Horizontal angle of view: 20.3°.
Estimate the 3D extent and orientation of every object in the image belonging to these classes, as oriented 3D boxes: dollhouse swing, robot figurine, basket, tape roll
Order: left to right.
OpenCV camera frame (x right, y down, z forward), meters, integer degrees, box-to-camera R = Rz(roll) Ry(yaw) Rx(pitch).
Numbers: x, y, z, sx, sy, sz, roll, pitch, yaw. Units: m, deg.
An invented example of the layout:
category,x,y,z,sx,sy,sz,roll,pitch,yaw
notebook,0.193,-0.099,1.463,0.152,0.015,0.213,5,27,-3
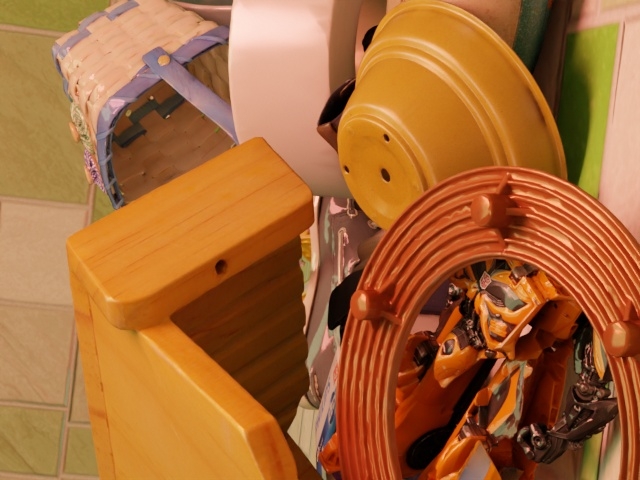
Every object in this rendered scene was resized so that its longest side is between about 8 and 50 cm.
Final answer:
category,x,y,z,sx,sy,sz,roll,pitch,yaw
basket,-0.135,-0.102,1.854,0.289,0.201,0.254,37,157,30
dollhouse swing,-0.027,0.157,1.457,0.305,0.315,0.346,23,130,37
tape roll,0.013,-0.180,1.687,0.286,0.100,0.286,4,-90,-70
robot figurine,0.107,0.096,1.241,0.291,0.085,0.211,-63,37,30

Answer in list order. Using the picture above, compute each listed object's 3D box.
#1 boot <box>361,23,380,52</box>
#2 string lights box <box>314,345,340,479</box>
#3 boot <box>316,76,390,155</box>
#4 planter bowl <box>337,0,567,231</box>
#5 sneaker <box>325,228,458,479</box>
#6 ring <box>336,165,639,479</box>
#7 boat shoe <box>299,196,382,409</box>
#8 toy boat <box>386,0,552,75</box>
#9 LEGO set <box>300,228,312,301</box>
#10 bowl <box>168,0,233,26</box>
category,x,y,z,sx,sy,sz,roll,pitch,yaw
boot,0.088,-0.213,1.637,0.045,0.121,0.099,140,127,-59
string lights box,0.045,0.244,1.710,0.133,0.077,0.259,105,167,-46
boot,0.075,-0.127,1.527,0.082,0.106,0.219,-21,32,44
planter bowl,0.077,-0.065,1.348,0.217,0.090,0.217,38,145,34
sneaker,0.075,0.088,1.471,0.323,0.130,0.236,-99,13,-75
ring,0.106,0.120,1.136,0.337,0.032,0.336,-2,87,53
boat shoe,0.048,0.025,1.878,0.099,0.116,0.319,3,76,37
toy boat,0.126,-0.255,1.450,0.318,0.148,0.267,-104,16,-44
LEGO set,0.000,0.000,2.066,0.287,0.132,0.107,69,-143,-58
bowl,-0.040,-0.253,2.013,0.311,0.312,0.163,-102,2,-61
